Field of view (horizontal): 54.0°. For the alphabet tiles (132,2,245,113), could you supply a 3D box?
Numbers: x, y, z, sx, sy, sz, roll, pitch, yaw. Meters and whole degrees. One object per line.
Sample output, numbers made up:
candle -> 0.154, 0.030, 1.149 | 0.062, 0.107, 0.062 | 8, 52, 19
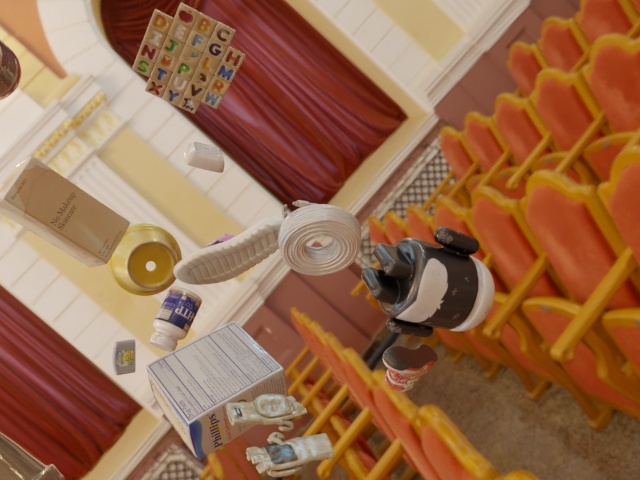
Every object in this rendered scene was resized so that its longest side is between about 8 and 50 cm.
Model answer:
alphabet tiles -> -0.402, -0.541, 1.908 | 0.342, 0.285, 0.011 | -49, 25, 42

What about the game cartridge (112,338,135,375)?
game cartridge -> -0.480, 0.286, 1.538 | 0.056, 0.083, 0.017 | -2, 3, -39

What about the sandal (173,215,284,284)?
sandal -> -0.278, 0.027, 2.031 | 0.416, 0.169, 0.102 | -23, 48, 9

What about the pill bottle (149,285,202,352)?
pill bottle -> -0.456, 0.248, 1.963 | 0.112, 0.112, 0.186 | -37, 29, 63

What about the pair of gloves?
pair of gloves -> -0.101, 0.464, 1.513 | 0.240, 0.204, 0.042 | 46, 133, 47

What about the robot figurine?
robot figurine -> 0.227, 0.091, 1.308 | 0.209, 0.278, 0.173 | -39, 42, 54

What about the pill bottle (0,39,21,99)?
pill bottle -> -0.879, -0.456, 1.575 | 0.176, 0.176, 0.318 | -48, 12, -5

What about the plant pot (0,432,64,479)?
plant pot -> -0.815, 0.599, 1.556 | 0.263, 0.229, 0.263 | -37, 4, 3

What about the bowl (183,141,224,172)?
bowl -> -0.397, -0.293, 2.173 | 0.142, 0.142, 0.053 | -112, 40, -58

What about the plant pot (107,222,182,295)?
plant pot -> -0.590, 0.073, 2.141 | 0.254, 0.254, 0.239 | -49, 19, -11

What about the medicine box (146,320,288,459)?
medicine box -> -0.279, 0.394, 1.709 | 0.289, 0.149, 0.263 | -26, 39, -27

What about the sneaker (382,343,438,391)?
sneaker -> 0.228, 0.375, 1.800 | 0.145, 0.090, 0.270 | -52, -29, 19

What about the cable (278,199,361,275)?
cable -> 0.000, 0.000, 1.910 | 0.089, 0.257, 0.257 | -98, 13, -46

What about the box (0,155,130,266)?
box -> -0.691, -0.070, 1.684 | 0.121, 0.311, 0.148 | -9, 52, 47
